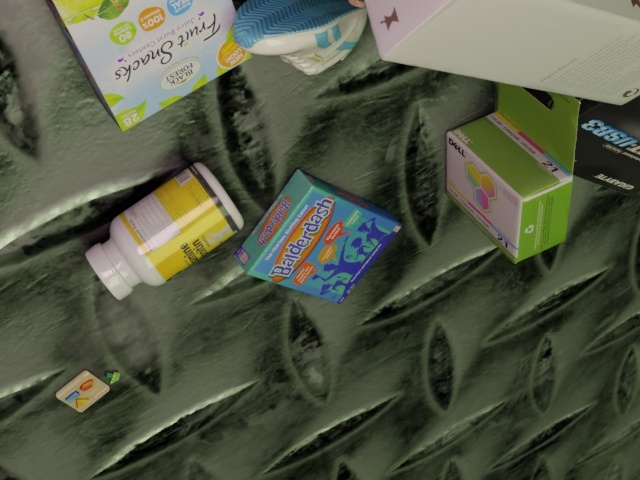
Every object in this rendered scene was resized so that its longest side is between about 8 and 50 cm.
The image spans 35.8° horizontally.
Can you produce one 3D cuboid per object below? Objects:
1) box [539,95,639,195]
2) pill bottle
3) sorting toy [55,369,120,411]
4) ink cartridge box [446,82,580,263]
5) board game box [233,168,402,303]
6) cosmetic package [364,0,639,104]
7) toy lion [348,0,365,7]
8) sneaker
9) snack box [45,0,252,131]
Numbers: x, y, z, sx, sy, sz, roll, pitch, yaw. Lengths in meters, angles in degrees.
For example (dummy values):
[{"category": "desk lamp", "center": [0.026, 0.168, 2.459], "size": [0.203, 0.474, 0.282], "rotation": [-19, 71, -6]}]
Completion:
[{"category": "box", "center": [0.494, -0.181, 1.501], "size": [0.295, 0.073, 0.293], "rotation": [16, 148, -36]}, {"category": "pill bottle", "center": [-0.195, -0.008, 1.234], "size": [0.184, 0.103, 0.103], "rotation": [-35, 140, -5]}, {"category": "sorting toy", "center": [-0.325, 0.208, 1.405], "size": [0.083, 0.012, 0.062], "rotation": [-38, 140, -2]}, {"category": "ink cartridge box", "center": [0.269, -0.126, 1.425], "size": [0.097, 0.189, 0.255], "rotation": [-24, 137, -16]}, {"category": "board game box", "center": [0.000, 0.000, 1.439], "size": [0.210, 0.047, 0.160], "rotation": [20, 112, -46]}, {"category": "cosmetic package", "center": [0.255, -0.317, 1.171], "size": [0.453, 0.230, 0.161], "rotation": [1, 158, -39]}, {"category": "toy lion", "center": [0.027, -0.308, 1.151], "size": [0.100, 0.096, 0.034], "rotation": [17, 121, -4]}, {"category": "sneaker", "center": [-0.019, -0.233, 1.134], "size": [0.228, 0.087, 0.092], "rotation": [-26, 146, -50]}, {"category": "snack box", "center": [-0.185, -0.243, 1.050], "size": [0.174, 0.070, 0.207], "rotation": [-33, 142, -10]}]
